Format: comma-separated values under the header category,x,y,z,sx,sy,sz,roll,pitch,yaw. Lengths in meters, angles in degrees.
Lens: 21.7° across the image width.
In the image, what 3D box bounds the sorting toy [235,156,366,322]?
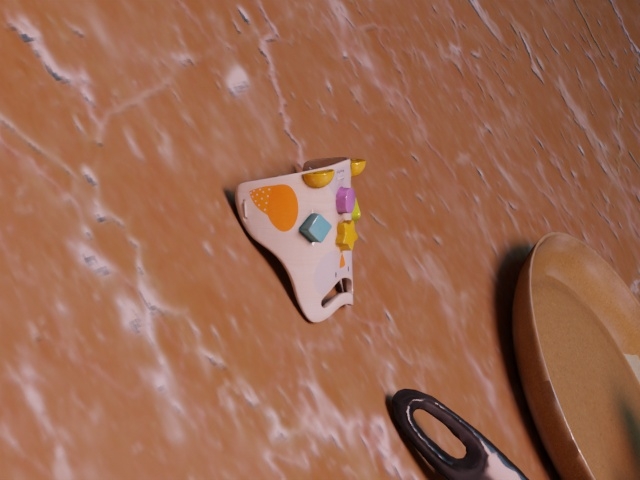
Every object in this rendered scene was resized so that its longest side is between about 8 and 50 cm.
category,x,y,z,sx,sy,sz,roll,pitch,yaw
sorting toy,0.000,0.000,0.827,0.083,0.045,0.075,-25,107,-64

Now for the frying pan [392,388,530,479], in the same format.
category,x,y,z,sx,sy,sz,roll,pitch,yaw
frying pan,0.156,0.223,0.852,0.326,0.053,0.197,21,74,-5

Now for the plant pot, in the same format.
category,x,y,z,sx,sy,sz,roll,pitch,yaw
plant pot,0.184,0.108,1.058,0.236,0.032,0.236,42,32,-35
